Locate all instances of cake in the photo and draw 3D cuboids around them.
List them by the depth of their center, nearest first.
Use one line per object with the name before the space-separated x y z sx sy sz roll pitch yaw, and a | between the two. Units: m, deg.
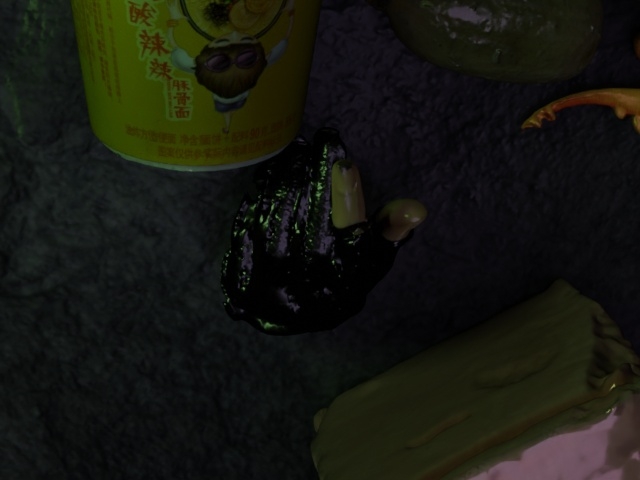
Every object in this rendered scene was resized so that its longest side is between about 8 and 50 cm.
cake | 0.171 0.231 1.090 0.293 0.314 0.307 -31 102 1

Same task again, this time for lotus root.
lotus root | 0.116 -0.162 1.052 0.183 0.077 0.090 12 108 -14

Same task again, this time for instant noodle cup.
instant noodle cup | -0.084 -0.182 0.961 0.215 0.215 0.236 0 120 -8

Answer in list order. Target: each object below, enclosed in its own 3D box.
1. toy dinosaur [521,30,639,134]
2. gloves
toy dinosaur | 0.300 -0.122 1.102 0.288 0.070 0.117 -31 112 9
gloves | -0.003 0.002 1.043 0.129 0.181 0.106 24 66 5
